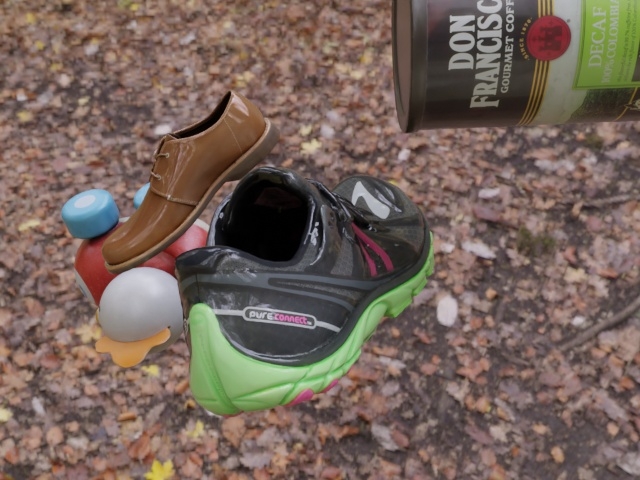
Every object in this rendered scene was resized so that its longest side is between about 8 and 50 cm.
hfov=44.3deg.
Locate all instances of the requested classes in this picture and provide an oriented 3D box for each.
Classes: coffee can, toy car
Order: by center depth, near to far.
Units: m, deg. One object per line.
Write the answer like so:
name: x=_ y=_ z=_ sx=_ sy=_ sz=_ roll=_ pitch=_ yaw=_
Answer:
coffee can: x=0.216 y=-0.215 z=0.791 sx=0.275 sy=0.202 sz=0.202 roll=-3 pitch=42 yaw=1
toy car: x=-0.247 y=0.076 z=1.041 sx=0.210 sy=0.219 sz=0.238 roll=-8 pitch=35 yaw=12

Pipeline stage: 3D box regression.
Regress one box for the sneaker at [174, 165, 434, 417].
sneaker: x=0.000 y=0.000 z=0.864 sx=0.185 sy=0.202 sz=0.483 roll=-12 pitch=15 yaw=22

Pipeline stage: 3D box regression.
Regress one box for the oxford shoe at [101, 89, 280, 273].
oxford shoe: x=-0.139 y=-0.058 z=0.750 sx=0.212 sy=0.076 sz=0.076 roll=-47 pitch=32 yaw=-6
